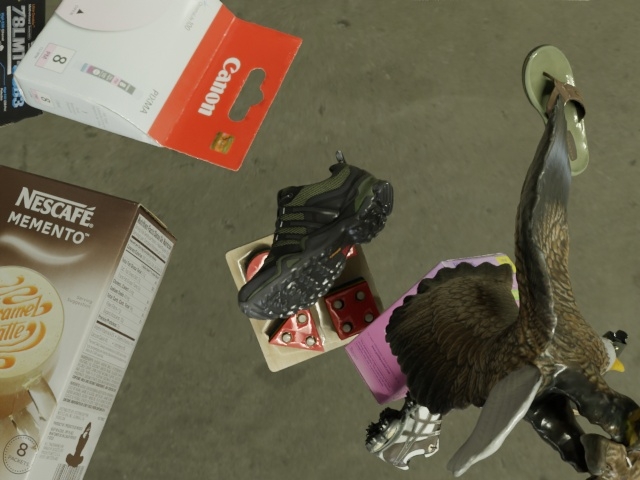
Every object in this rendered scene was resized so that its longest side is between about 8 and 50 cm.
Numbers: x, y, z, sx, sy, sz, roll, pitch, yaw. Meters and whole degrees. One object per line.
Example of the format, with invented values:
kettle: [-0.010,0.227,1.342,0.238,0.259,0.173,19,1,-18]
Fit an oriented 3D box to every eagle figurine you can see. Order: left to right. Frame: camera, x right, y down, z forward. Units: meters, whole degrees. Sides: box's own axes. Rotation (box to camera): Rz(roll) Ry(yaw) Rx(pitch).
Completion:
eagle figurine: [0.166,0.060,0.656,0.226,0.298,0.225,-26,144,1]

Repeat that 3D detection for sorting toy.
sorting toy: [-0.022,0.101,1.631,0.255,0.089,0.257,-21,99,-2]

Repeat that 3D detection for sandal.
sandal: [0.531,-0.283,1.827,0.120,0.086,0.303,-29,106,-14]

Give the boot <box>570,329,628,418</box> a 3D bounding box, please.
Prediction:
boot: [0.441,0.210,1.396,0.077,0.198,0.137,40,109,15]

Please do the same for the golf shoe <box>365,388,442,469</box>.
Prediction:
golf shoe: [0.158,0.266,1.268,0.094,0.077,0.198,41,114,-6]

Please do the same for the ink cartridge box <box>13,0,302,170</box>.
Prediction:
ink cartridge box: [-0.159,-0.190,0.855,0.232,0.066,0.189,17,63,12]

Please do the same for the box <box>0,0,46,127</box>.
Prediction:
box: [-0.531,-0.268,1.190,0.073,0.293,0.295,40,137,20]

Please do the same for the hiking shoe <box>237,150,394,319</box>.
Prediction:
hiking shoe: [-0.021,-0.004,0.991,0.227,0.114,0.086,-43,145,-13]

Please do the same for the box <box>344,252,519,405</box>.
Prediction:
box: [0.203,0.143,1.386,0.243,0.213,0.117,-46,65,30]

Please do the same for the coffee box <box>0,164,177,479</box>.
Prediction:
coffee box: [-0.236,0.078,0.698,0.141,0.098,0.246,15,76,15]
